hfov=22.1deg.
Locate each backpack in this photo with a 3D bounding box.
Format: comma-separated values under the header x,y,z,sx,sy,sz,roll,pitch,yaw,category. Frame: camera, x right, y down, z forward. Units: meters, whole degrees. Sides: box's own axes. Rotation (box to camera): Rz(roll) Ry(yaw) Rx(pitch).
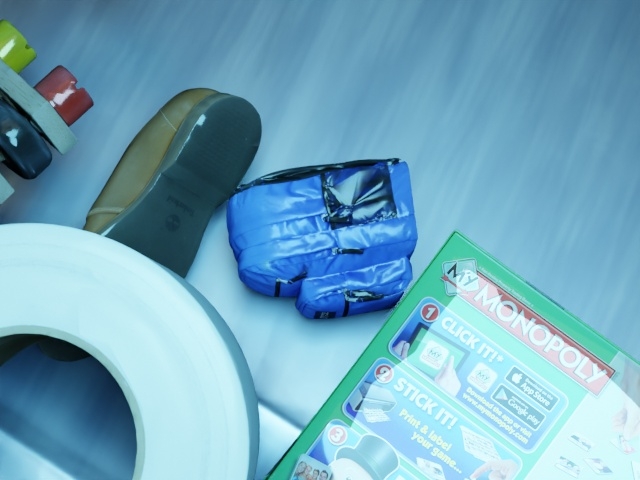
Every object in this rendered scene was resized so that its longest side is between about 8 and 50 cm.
x,y,z,sx,sy,sz,roll,pitch,yaw,category
0.000,0.000,1.075,0.120,0.098,0.101,-6,74,-5,backpack

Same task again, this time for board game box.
x,y,z,sx,sy,sz,roll,pitch,yaw,category
0.149,0.171,1.023,0.317,0.046,0.213,37,83,11,board game box

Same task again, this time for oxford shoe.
x,y,z,sx,sy,sz,roll,pitch,yaw,category
-0.125,-0.012,1.100,0.212,0.076,0.076,-53,40,-9,oxford shoe

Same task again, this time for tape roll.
x,y,z,sx,sy,sz,roll,pitch,yaw,category
-0.158,0.117,0.956,0.246,0.169,0.246,0,87,-1,tape roll

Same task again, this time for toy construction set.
x,y,z,sx,sy,sz,roll,pitch,yaw,category
-0.301,-0.107,1.083,0.257,0.237,0.309,22,86,-25,toy construction set
